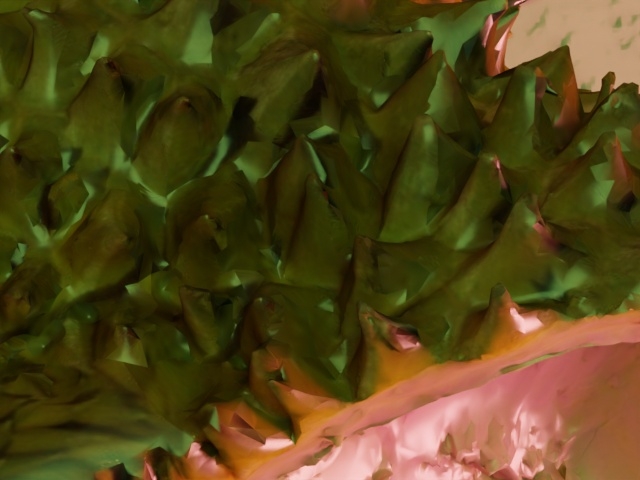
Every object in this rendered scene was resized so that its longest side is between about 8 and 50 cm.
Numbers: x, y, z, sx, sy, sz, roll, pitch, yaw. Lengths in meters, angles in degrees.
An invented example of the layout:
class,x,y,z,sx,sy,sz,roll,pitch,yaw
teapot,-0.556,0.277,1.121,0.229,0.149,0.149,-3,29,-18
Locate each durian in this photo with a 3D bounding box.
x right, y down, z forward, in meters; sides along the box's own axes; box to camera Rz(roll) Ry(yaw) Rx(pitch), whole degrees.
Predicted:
class,x,y,z,sx,sy,sz,roll,pitch,yaw
durian,0.007,-0.008,0.485,0.305,0.185,0.196,2,55,-32

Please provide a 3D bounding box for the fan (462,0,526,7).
class,x,y,z,sx,sy,sz,roll,pitch,yaw
fan,0.030,-0.073,0.584,0.220,0.009,0.132,-19,88,-19
